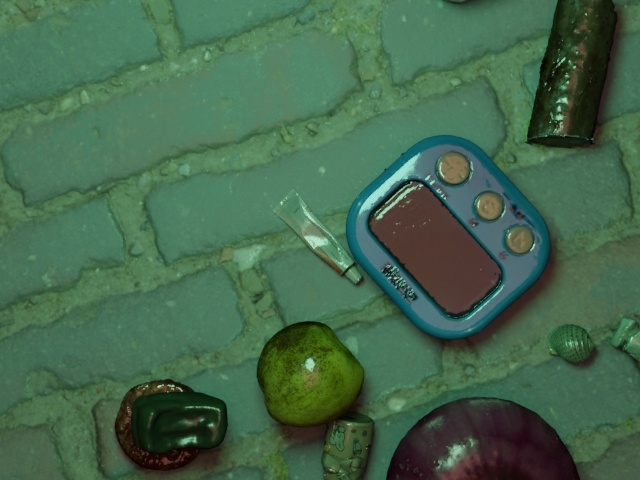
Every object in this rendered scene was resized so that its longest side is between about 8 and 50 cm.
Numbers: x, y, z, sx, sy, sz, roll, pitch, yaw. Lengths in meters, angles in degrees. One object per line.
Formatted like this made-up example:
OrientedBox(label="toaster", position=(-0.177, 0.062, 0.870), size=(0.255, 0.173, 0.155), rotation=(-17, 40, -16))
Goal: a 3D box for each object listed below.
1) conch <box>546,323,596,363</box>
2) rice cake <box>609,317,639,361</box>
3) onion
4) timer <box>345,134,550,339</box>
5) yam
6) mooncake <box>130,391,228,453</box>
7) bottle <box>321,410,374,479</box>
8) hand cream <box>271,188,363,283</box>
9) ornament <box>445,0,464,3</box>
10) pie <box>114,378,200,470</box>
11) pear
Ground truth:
OrientedBox(label="conch", position=(0.472, 0.193, 1.941), size=(0.085, 0.056, 0.076), rotation=(-3, 78, 2))
OrientedBox(label="rice cake", position=(0.698, 0.252, 1.927), size=(0.336, 0.063, 0.066), rotation=(32, 89, 1))
OrientedBox(label="onion", position=(0.302, 0.451, 1.835), size=(0.358, 0.345, 0.358), rotation=(9, 65, -19))
OrientedBox(label="timer", position=(0.233, -0.007, 1.916), size=(0.309, 0.115, 0.340), rotation=(-42, 89, 2))
OrientedBox(label="yam", position=(0.466, -0.304, 1.899), size=(0.131, 0.131, 0.279), rotation=(13, 89, 2))
OrientedBox(label="mooncake", position=(-0.255, 0.332, 1.876), size=(0.175, 0.168, 0.104), rotation=(0, 86, 12))
OrientedBox(label="bottle", position=(0.048, 0.405, 1.944), size=(0.099, 0.099, 0.152), rotation=(10, 93, 2))
OrientedBox(label="hand cream", position=(-0.001, 0.001, 1.970), size=(0.052, 0.038, 0.216), rotation=(-40, 83, -21))
OrientedBox(label="ornament", position=(0.273, -0.509, 1.878), size=(0.177, 0.177, 0.177), rotation=(0, 91, 3))
OrientedBox(label="pie", position=(-0.304, 0.354, 1.980), size=(0.182, 0.049, 0.182), rotation=(0, 92, 1))
OrientedBox(label="pear", position=(-0.027, 0.251, 1.897), size=(0.197, 0.197, 0.197), rotation=(0, 91, 3))
